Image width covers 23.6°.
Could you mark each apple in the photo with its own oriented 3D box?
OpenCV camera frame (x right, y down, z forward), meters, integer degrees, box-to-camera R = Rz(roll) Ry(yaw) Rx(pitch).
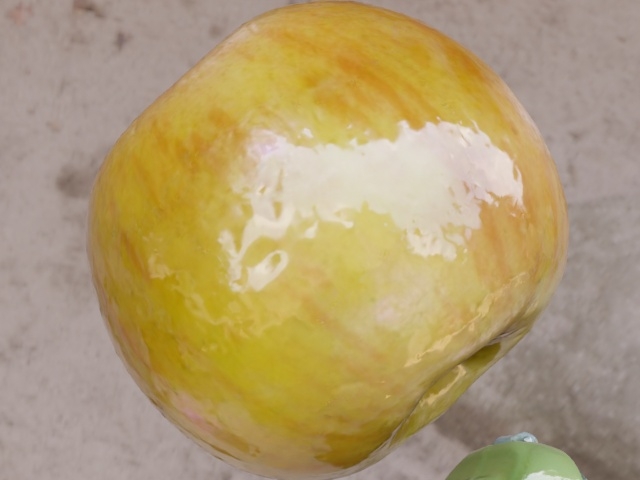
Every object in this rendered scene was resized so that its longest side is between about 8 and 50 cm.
[{"bbox_3d":[0.000,0.000,0.875,0.286,0.286,0.233,-34,76,-32],"label":"apple"}]

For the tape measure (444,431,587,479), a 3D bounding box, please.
[{"bbox_3d":[0.115,0.216,0.924,0.175,0.106,0.200,55,42,-11],"label":"tape measure"}]
